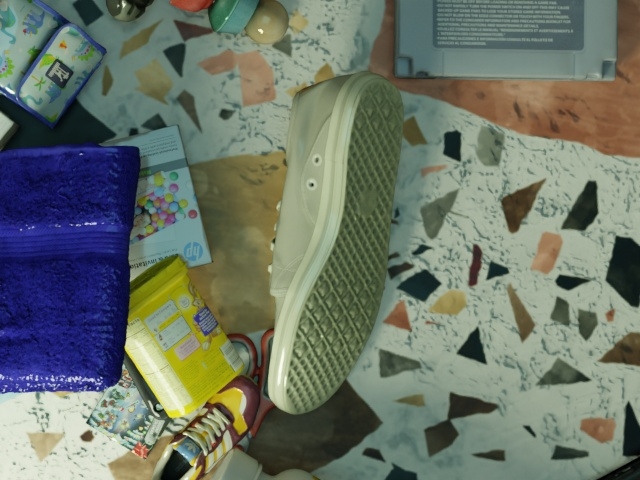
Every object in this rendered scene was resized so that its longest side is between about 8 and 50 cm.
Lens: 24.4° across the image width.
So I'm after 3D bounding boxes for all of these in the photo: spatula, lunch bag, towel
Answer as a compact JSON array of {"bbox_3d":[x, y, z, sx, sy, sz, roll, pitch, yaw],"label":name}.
[{"bbox_3d":[-0.268,0.100,1.899,0.084,0.030,0.296,-29,97,-1],"label":"spatula"},{"bbox_3d":[-0.369,-0.235,1.897,0.151,0.096,0.128,36,86,-17],"label":"lunch bag"},{"bbox_3d":[-0.335,0.032,1.819,0.228,0.076,0.308,-5,76,29],"label":"towel"}]

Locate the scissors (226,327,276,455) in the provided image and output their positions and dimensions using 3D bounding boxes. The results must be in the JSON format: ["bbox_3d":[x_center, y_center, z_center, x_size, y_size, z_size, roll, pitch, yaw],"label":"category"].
[{"bbox_3d":[-0.094,0.260,1.947,0.109,0.021,0.297,5,90,-3],"label":"scissors"}]

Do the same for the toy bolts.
[{"bbox_3d":[-0.073,-0.348,1.864,0.158,0.218,0.228,26,114,-18],"label":"toy bolts"}]

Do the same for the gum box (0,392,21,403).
[{"bbox_3d":[-0.400,0.119,1.918,0.184,0.041,0.157,-25,91,-2],"label":"gum box"}]

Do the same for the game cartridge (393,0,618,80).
[{"bbox_3d":[0.243,-0.308,1.947,0.294,0.060,0.196,1,94,-3],"label":"game cartridge"}]

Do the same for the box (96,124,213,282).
[{"bbox_3d":[-0.232,-0.044,1.929,0.145,0.038,0.186,-13,92,-2],"label":"box"}]

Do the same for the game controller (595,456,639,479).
[{"bbox_3d":[0.372,0.408,1.963,0.319,0.067,0.166,-27,106,-2],"label":"game controller"}]

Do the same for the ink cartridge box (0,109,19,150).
[{"bbox_3d":[-0.492,-0.165,1.901,0.181,0.061,0.104,38,88,-2],"label":"ink cartridge box"}]

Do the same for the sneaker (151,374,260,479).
[{"bbox_3d":[-0.145,0.253,1.898,0.069,0.084,0.185,37,97,11],"label":"sneaker"}]

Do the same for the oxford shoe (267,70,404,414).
[{"bbox_3d":[0.000,0.000,1.906,0.130,0.169,0.449,16,99,38],"label":"oxford shoe"}]

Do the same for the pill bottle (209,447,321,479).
[{"bbox_3d":[-0.006,0.409,1.871,0.334,0.188,0.188,33,89,-2],"label":"pill bottle"}]

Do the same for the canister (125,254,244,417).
[{"bbox_3d":[-0.186,0.123,1.873,0.126,0.073,0.170,-38,104,-31],"label":"canister"}]

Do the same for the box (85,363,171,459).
[{"bbox_3d":[-0.231,0.204,1.936,0.094,0.027,0.137,32,89,-4],"label":"box"}]

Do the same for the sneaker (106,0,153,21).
[{"bbox_3d":[-0.251,-0.415,1.910,0.106,0.101,0.267,8,89,16],"label":"sneaker"}]
